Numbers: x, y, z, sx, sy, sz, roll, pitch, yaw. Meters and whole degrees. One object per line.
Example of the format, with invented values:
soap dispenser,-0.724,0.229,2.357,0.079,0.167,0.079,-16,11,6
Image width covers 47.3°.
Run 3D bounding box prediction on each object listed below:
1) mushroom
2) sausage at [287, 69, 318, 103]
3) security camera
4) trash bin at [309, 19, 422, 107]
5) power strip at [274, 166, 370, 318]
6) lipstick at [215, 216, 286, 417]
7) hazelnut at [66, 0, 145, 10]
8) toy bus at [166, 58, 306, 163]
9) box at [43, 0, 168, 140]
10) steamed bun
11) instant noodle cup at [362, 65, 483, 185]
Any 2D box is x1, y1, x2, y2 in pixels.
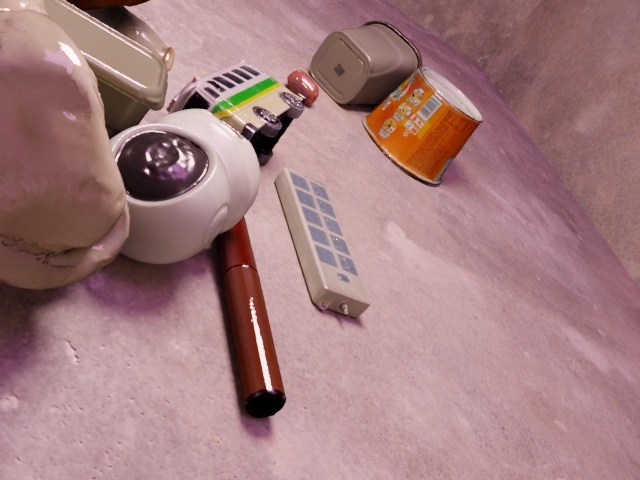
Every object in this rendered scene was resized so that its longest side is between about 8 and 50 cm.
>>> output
mushroom,-0.417,-0.435,1.374,0.351,0.097,0.109,45,40,-2
sausage,-0.044,-0.384,1.829,0.094,0.059,0.054,47,39,2
security camera,-0.209,-0.065,0.992,0.194,0.194,0.236,42,32,1
trash bin,0.120,-0.491,2.060,0.219,0.219,0.250,47,34,14
power strip,0.000,0.000,1.322,0.106,0.043,0.367,21,33,-34
lipstick,-0.106,0.089,1.031,0.057,0.057,0.356,22,33,-34
hazelnut,-0.375,-0.593,1.172,0.429,0.402,0.402,64,20,-20
toy bus,-0.160,-0.223,1.337,0.179,0.143,0.305,38,27,-1
box,-0.369,-0.224,1.016,0.274,0.178,0.138,30,29,-23
steamed bun,-0.357,-0.105,0.741,0.247,0.339,0.352,-22,73,-22
instant noodle cup,0.295,-0.325,2.019,0.296,0.214,0.296,32,27,-19
